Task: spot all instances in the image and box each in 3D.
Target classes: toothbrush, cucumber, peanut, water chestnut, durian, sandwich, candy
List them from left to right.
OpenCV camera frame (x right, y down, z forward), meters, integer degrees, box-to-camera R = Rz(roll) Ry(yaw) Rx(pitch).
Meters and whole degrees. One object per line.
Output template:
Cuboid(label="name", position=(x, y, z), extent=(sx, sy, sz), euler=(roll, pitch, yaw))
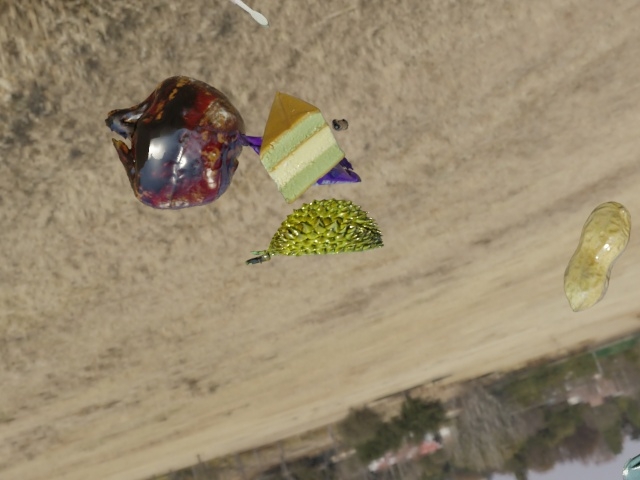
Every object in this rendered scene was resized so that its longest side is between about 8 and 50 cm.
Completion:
Cuboid(label="water chestnut", position=(-0.302, -0.204, 1.813), extent=(0.289, 0.289, 0.244), euler=(-29, 154, 36))
Cuboid(label="toothbrush", position=(-0.150, -0.402, 1.405), extent=(0.014, 0.194, 0.017), euler=(-48, 159, -3))
Cuboid(label="sandwich", position=(-0.066, -0.170, 1.524), extent=(0.144, 0.117, 0.187), euler=(-37, -149, -12))
Cuboid(label="candy", position=(-0.037, -0.164, 1.730), extent=(0.275, 0.145, 0.070), euler=(-5, 140, -50))
Cuboid(label="durian", position=(0.000, 0.000, 1.240), extent=(0.215, 0.086, 0.100), euler=(-4, 146, -18))
Cuboid(label="cucumber", position=(0.047, -0.306, 2.282), extent=(0.034, 0.033, 0.135), euler=(-37, 178, 18))
Cuboid(label="peanut", position=(0.590, 0.033, 1.837), extent=(0.101, 0.263, 0.117), euler=(24, 170, 20))

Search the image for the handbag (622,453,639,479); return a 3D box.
Cuboid(label="handbag", position=(0.585, 0.422, 1.366), extent=(0.179, 0.229, 0.062), euler=(-24, -162, -19))
